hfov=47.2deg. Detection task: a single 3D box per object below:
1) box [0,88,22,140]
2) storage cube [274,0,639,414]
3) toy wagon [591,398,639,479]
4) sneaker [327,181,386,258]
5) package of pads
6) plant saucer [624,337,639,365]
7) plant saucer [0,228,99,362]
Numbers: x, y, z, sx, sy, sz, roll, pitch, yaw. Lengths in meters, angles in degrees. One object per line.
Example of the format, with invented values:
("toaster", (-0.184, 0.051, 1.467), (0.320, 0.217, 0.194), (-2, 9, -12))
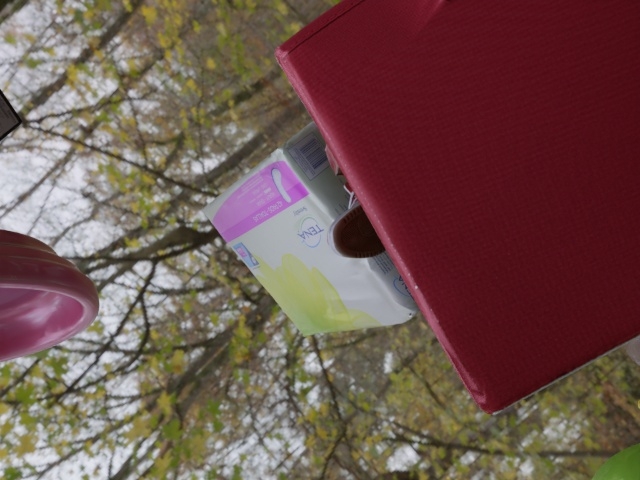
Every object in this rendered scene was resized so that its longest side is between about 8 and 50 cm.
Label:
("box", (-0.483, -0.179, 0.857), (0.175, 0.220, 0.051), (63, -144, -30))
("storage cube", (0.123, -0.048, 0.386), (0.193, 0.215, 0.183), (61, -170, 12))
("toy wagon", (0.155, 0.241, 0.431), (0.267, 0.344, 0.068), (17, -158, -1))
("sneaker", (0.030, -0.019, 0.568), (0.067, 0.118, 0.042), (5, 113, 43))
("package of pads", (0.000, 0.000, 0.849), (0.229, 0.101, 0.296), (51, 155, -7))
("plant saucer", (0.577, 0.065, 1.092), (0.050, 0.310, 0.310), (45, -171, -12))
("plant saucer", (-0.425, 0.071, 0.829), (0.332, 0.332, 0.084), (28, -135, -63))
